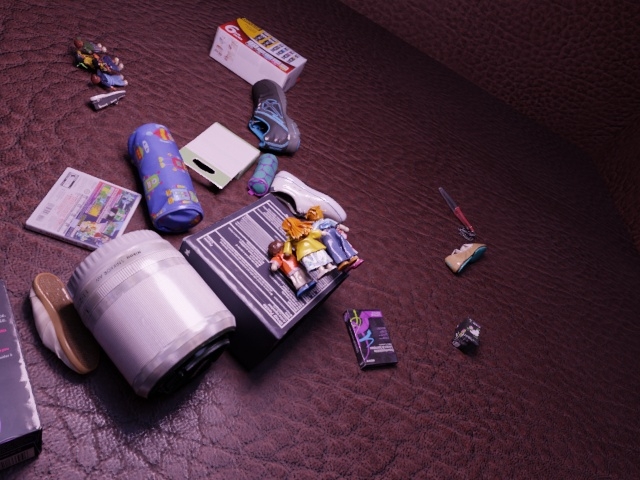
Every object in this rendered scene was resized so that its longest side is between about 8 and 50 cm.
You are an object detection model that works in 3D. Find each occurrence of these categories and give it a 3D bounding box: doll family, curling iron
[{"bbox_3d":[0.000,0.000,1.007,0.263,0.118,0.163,-21,67,-44],"label":"doll family"},{"bbox_3d":[0.551,-0.116,1.803,0.068,0.035,0.274,3,52,-32],"label":"curling iron"},{"bbox_3d":[-0.668,-0.527,1.326,0.193,0.076,0.111,39,23,9],"label":"doll family"}]

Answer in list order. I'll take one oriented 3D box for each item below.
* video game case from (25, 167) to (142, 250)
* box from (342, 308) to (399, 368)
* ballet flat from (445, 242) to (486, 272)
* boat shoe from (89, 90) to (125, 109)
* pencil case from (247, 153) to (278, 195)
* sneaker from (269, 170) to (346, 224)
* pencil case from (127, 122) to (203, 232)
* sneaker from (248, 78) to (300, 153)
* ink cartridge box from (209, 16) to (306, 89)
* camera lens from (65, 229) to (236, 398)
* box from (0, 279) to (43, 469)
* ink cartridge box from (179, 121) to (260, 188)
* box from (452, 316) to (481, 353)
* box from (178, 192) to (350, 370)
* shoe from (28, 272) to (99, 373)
[{"bbox_3d":[-0.548,-0.071,1.046,0.183,0.023,0.201,21,44,-16],"label":"video game case"},{"bbox_3d":[0.136,0.262,1.201,0.116,0.029,0.162,4,53,-31],"label":"box"},{"bbox_3d":[0.533,0.048,1.622,0.073,0.080,0.232,40,39,26],"label":"ballet flat"},{"bbox_3d":[-0.613,-0.409,1.288,0.125,0.046,0.038,-57,137,-57],"label":"boat shoe"},{"bbox_3d":[-0.178,-0.205,1.376,0.064,0.070,0.151,48,33,-27],"label":"pencil case"},{"bbox_3d":[-0.044,-0.110,1.380,0.258,0.094,0.091,30,64,-4],"label":"sneaker"},{"bbox_3d":[-0.409,-0.159,1.143,0.306,0.133,0.119,62,12,24],"label":"pencil case"},{"bbox_3d":[-0.186,-0.446,1.541,0.140,0.125,0.341,-6,55,-31],"label":"sneaker"},{"bbox_3d":[-0.230,-0.736,1.763,0.309,0.130,0.272,33,41,-4],"label":"ink cartridge box"},{"bbox_3d":[-0.319,0.144,0.862,0.274,0.219,0.219,47,43,11],"label":"camera lens"},{"bbox_3d":[-0.557,0.223,0.690,0.165,0.143,0.270,-12,60,-39],"label":"box"},{"bbox_3d":[-0.311,-0.247,1.334,0.171,0.056,0.235,34,46,-2],"label":"ink cartridge box"},{"bbox_3d":[0.449,0.290,1.358,0.052,0.062,0.083,36,43,1],"label":"box"},{"bbox_3d":[-0.144,0.086,1.055,0.296,0.183,0.294,45,41,8],"label":"box"},{"bbox_3d":[-0.498,0.165,0.853,0.219,0.058,0.076,55,14,13],"label":"shoe"}]
